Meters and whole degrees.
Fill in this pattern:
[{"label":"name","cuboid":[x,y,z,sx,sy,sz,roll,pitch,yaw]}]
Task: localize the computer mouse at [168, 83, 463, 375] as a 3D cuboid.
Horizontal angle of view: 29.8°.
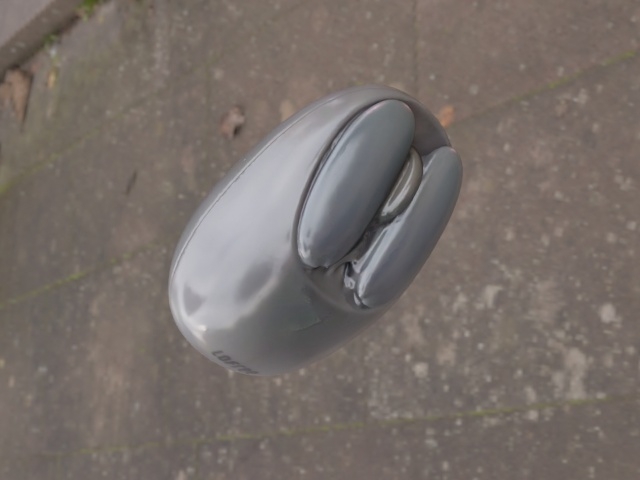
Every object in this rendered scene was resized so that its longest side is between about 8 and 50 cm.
[{"label":"computer mouse","cuboid":[0.000,0.002,0.343,0.096,0.066,0.039,-42,40,11]}]
